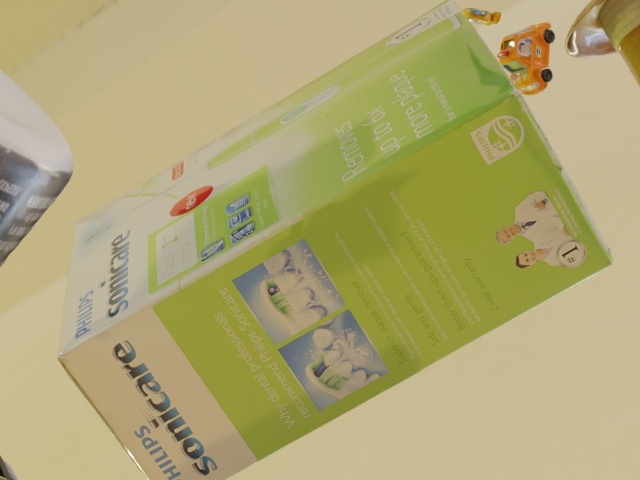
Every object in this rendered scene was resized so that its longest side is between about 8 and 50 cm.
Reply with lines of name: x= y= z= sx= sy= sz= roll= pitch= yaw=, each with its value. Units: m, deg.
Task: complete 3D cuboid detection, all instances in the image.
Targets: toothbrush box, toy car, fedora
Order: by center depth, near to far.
toothbrush box: x=0.000 y=0.000 z=0.958 sx=0.283 sy=0.206 sz=0.122 roll=-31 pitch=-69 yaw=8
fedora: x=0.266 y=-0.147 z=1.115 sx=0.194 sy=0.079 sz=0.194 roll=-19 pitch=-13 yaw=-4
toy car: x=0.144 y=-0.155 z=1.328 sx=0.040 sy=0.122 sz=0.060 roll=8 pitch=-80 yaw=-27

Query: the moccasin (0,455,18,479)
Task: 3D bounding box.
moccasin: x=-0.228 y=0.195 z=1.002 sx=0.137 sy=0.342 sz=0.117 roll=6 pitch=-87 yaw=-21

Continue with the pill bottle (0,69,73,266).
pill bottle: x=-0.200 y=0.030 z=0.511 sx=0.130 sy=0.130 sz=0.246 roll=37 pitch=-85 yaw=-25
